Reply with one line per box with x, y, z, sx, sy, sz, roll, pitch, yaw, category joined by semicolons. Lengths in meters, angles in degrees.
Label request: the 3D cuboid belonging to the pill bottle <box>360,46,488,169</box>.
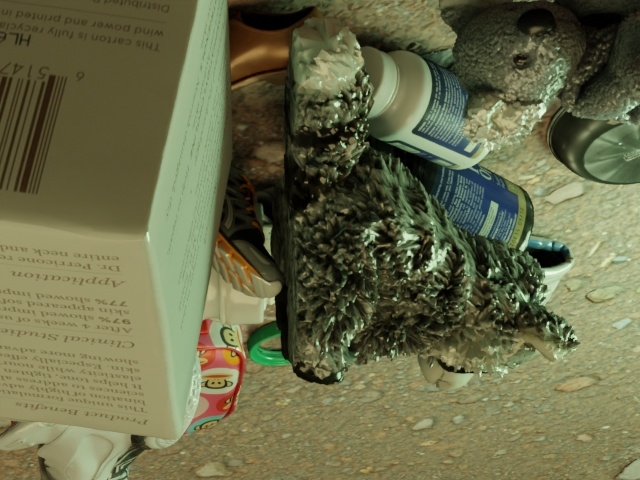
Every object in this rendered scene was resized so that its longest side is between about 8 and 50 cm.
0.096;-0.138;1.974;0.094;0.094;0.169;-31;145;35;pill bottle

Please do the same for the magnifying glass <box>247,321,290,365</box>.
-0.006;0.102;2.464;0.092;0.026;0.231;16;145;-37;magnifying glass

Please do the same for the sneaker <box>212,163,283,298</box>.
-0.097;-0.031;1.950;0.083;0.215;0.084;-33;152;-14;sneaker

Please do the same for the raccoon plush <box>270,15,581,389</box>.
0.115;-0.011;1.893;0.299;0.216;0.446;-3;144;-8;raccoon plush

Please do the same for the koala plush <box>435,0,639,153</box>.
0.227;-0.179;1.850;0.221;0.196;0.203;-11;162;-4;koala plush

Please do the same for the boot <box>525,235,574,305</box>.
0.178;0.035;2.340;0.258;0.095;0.123;0;143;-29;boot

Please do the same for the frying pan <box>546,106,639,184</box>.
0.357;-0.087;2.202;0.197;0.053;0.326;-10;149;3;frying pan

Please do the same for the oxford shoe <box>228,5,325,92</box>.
-0.091;-0.184;1.884;0.212;0.076;0.076;-13;122;11;oxford shoe

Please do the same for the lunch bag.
-0.238;0.144;2.365;0.293;0.120;0.258;-2;150;-11;lunch bag

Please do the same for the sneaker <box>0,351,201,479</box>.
-0.305;0.223;2.259;0.210;0.137;0.366;14;136;-28;sneaker

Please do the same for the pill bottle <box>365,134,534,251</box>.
0.114;-0.044;2.106;0.219;0.123;0.123;26;137;-30;pill bottle

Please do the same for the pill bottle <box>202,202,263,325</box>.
-0.219;0.027;2.067;0.318;0.176;0.176;-1;151;-3;pill bottle

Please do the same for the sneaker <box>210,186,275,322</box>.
-0.065;-0.005;2.190;0.262;0.099;0.121;-33;137;25;sneaker

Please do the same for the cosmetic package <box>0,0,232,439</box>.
-0.262;-0.065;1.690;0.329;0.327;0.394;7;151;3;cosmetic package
